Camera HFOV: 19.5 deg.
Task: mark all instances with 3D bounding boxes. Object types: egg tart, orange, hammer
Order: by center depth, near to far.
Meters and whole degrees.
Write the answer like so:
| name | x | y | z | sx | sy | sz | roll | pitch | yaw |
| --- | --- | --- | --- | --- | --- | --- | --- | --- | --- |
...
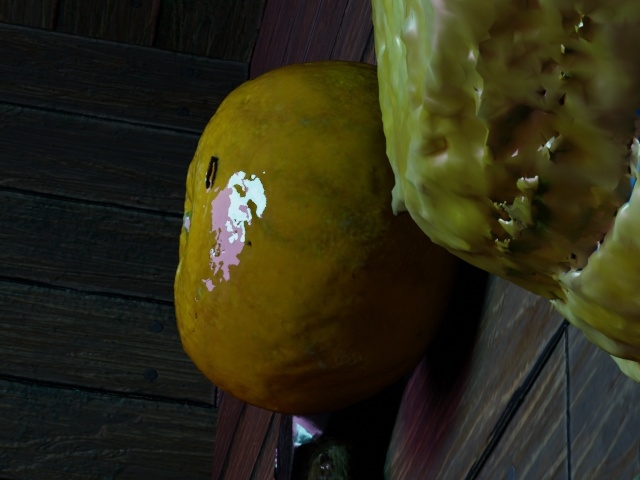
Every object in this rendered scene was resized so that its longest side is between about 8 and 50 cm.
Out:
| name | x | y | z | sx | sy | sz | roll | pitch | yaw |
| --- | --- | --- | --- | --- | --- | --- | --- | --- | --- |
| egg tart | 0.105 | -0.115 | 0.785 | 0.388 | 0.169 | 0.387 | 173 | 90 | -85 |
| orange | 0.000 | 0.000 | 1.457 | 0.284 | 0.226 | 0.284 | -168 | 90 | -87 |
| hammer | 0.027 | 0.267 | 1.567 | 0.409 | 0.095 | 0.242 | -106 | 25 | -60 |

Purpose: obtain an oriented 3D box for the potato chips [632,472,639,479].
| name | x | y | z | sx | sy | sz | roll | pitch | yaw |
| --- | --- | --- | --- | --- | --- | --- | --- | --- | --- |
| potato chips | 0.114 | 0.273 | 0.674 | 0.358 | 0.070 | 0.429 | -60 | -18 | -72 |
